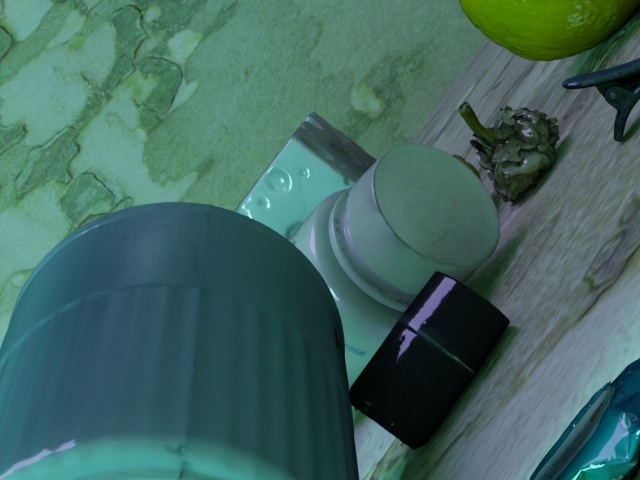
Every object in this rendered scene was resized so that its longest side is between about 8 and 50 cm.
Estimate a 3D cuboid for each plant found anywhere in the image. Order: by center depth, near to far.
[{"bbox_3d":[0.182,-0.099,1.160,0.104,0.122,0.116,-65,14,-18],"label":"plant"}]

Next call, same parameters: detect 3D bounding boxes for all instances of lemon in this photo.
[{"bbox_3d":[0.276,-0.343,1.342,0.245,0.245,0.320,-53,-7,-14],"label":"lemon"}]

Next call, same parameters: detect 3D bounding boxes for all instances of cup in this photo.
[{"bbox_3d":[-0.123,0.173,0.731,0.331,0.256,0.311,-47,18,14],"label":"cup"}]

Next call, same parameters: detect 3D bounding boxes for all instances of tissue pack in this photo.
[{"bbox_3d":[0.121,0.105,0.516,0.138,0.028,0.085,-56,-3,33],"label":"tissue pack"}]

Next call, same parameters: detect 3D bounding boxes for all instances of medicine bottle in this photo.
[{"bbox_3d":[0.040,0.045,1.101,0.293,0.170,0.170,-48,5,46],"label":"medicine bottle"}]

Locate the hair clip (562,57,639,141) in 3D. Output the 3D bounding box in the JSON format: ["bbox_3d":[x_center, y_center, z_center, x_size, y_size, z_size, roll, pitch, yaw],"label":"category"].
[{"bbox_3d":[0.304,-0.179,0.897,0.229,0.070,0.039,-43,3,22],"label":"hair clip"}]

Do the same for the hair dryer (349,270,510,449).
[{"bbox_3d":[0.081,0.097,0.917,0.124,0.071,0.219,-53,-4,-3],"label":"hair dryer"}]

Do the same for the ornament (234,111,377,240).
[{"bbox_3d":[0.000,0.000,1.548,0.239,0.240,0.240,-52,4,16],"label":"ornament"}]

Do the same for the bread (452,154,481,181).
[{"bbox_3d":[0.092,-0.003,1.307,0.236,0.120,0.198,-50,0,24],"label":"bread"}]
